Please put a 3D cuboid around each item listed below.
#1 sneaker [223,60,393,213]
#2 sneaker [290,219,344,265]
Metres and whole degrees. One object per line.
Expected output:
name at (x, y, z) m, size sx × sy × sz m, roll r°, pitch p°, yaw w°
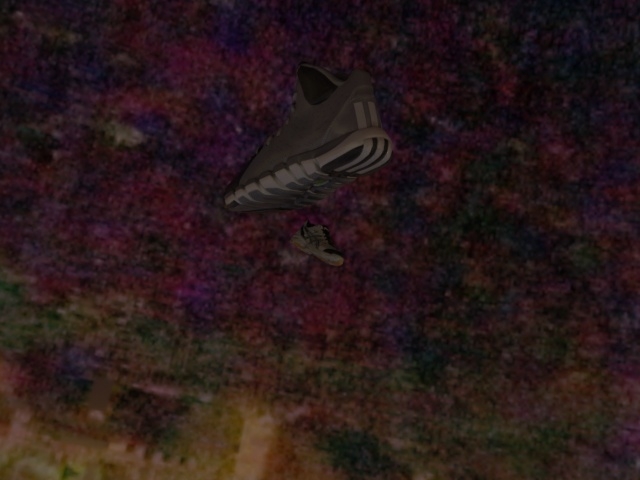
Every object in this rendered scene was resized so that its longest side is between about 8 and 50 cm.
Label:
sneaker at (-0.021, -0.112, 0.894) m, size 0.229 × 0.132 × 0.086 m, roll -19°, pitch 163°, yaw 42°
sneaker at (0.000, 0.000, 0.939) m, size 0.083 × 0.037 × 0.032 m, roll 27°, pitch 171°, yaw 47°
